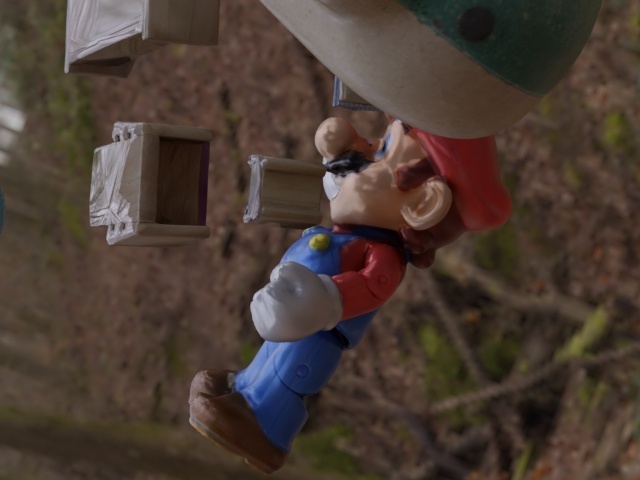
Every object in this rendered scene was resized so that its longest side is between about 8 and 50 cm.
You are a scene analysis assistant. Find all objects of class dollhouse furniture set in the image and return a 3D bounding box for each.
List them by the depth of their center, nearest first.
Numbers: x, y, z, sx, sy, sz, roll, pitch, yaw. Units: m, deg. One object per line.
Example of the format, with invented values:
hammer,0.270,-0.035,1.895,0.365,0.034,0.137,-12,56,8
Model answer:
dollhouse furniture set,-0.002,-0.130,1.237,0.198,0.303,0.286,177,96,-68

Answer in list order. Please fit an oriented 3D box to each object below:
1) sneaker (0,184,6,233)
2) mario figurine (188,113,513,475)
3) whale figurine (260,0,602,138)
sneaker,-0.322,-0.139,1.170,0.208,0.127,0.319,52,165,55
mario figurine,0.000,0.000,1.341,0.170,0.198,0.320,35,-89,-43
whale figurine,0.016,-0.169,0.815,0.141,0.272,0.216,-46,18,16
